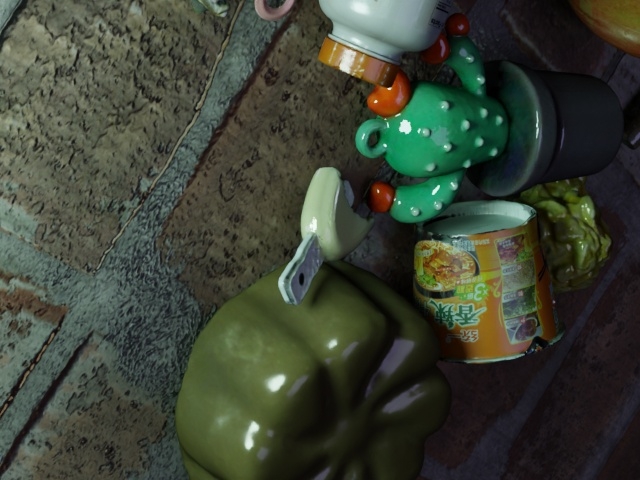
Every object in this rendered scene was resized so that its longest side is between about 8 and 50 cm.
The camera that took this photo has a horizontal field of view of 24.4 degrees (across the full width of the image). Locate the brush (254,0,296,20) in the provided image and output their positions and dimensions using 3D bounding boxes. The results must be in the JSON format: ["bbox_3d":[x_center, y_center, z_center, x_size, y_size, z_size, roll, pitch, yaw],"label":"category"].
[{"bbox_3d":[-0.022,-0.365,1.722,0.103,0.047,0.233,1,114,-44],"label":"brush"}]

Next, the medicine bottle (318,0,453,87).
[{"bbox_3d":[0.094,-0.333,1.774,0.157,0.157,0.289,11,105,-48],"label":"medicine bottle"}]

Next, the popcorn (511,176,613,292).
[{"bbox_3d":[0.354,-0.013,2.222,0.187,0.167,0.185,104,8,-48],"label":"popcorn"}]

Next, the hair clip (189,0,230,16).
[{"bbox_3d":[-0.158,-0.363,1.566,0.106,0.084,0.292,-31,127,-26],"label":"hair clip"}]

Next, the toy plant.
[{"bbox_3d":[0.218,-0.144,2.005,0.400,0.185,0.279,-4,143,-36],"label":"toy plant"}]

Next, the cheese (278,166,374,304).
[{"bbox_3d":[0.001,0.000,1.905,0.235,0.049,0.127,-60,139,-44],"label":"cheese"}]

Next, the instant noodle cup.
[{"bbox_3d":[0.227,0.051,2.098,0.230,0.230,0.182,-18,110,-38],"label":"instant noodle cup"}]

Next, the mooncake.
[{"bbox_3d":[-0.005,0.222,1.974,0.378,0.200,0.378,-24,127,-35],"label":"mooncake"}]

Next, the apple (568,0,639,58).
[{"bbox_3d":[0.495,-0.397,2.054,0.319,0.277,0.319,-25,130,-33],"label":"apple"}]

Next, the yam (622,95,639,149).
[{"bbox_3d":[0.570,-0.257,2.381,0.274,0.061,0.061,-50,139,-9],"label":"yam"}]
